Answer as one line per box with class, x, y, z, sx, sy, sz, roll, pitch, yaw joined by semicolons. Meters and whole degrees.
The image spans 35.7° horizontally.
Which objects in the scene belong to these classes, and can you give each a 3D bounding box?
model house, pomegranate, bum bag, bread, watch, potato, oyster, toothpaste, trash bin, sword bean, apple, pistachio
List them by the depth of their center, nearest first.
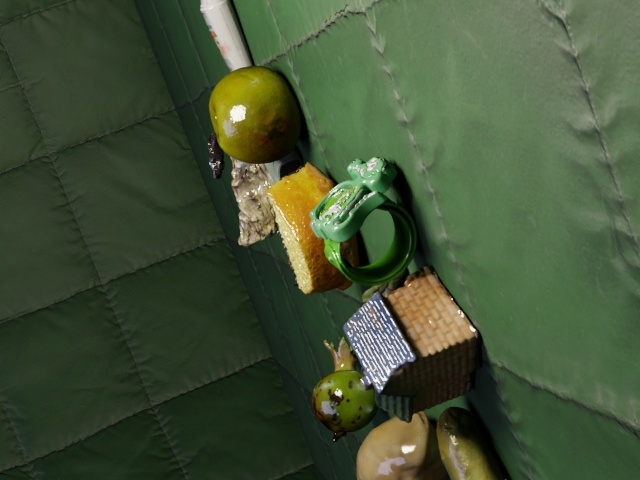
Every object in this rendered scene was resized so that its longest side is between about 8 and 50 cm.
watch;0.079;-0.020;1.464;0.152;0.165;0.131;46;177;-23
model house;0.124;0.169;1.466;0.166;0.172;0.182;56;164;41
potato;0.232;0.348;1.536;0.105;0.085;0.188;105;146;-69
sword bean;0.109;0.078;1.711;0.043;0.038;0.269;41;165;6
bread;0.002;-0.003;1.822;0.134;0.129;0.260;28;140;62
pistachio;0.151;0.405;1.826;0.293;0.162;0.181;110;167;-72
apple;-0.127;-0.237;1.897;0.196;0.157;0.196;167;90;-77
trash bin;-0.085;-0.173;2.068;0.116;0.059;0.130;86;159;-53
toothpaste;-0.178;-0.392;2.088;0.323;0.066;0.100;67;172;-23
pomegranate;0.044;0.324;2.203;0.156;0.156;0.220;117;134;-75
oyster;-0.162;-0.148;2.310;0.238;0.115;0.351;-136;42;-63
bum bag;-0.242;-0.200;2.319;0.058;0.034;0.124;-80;-14;-60
